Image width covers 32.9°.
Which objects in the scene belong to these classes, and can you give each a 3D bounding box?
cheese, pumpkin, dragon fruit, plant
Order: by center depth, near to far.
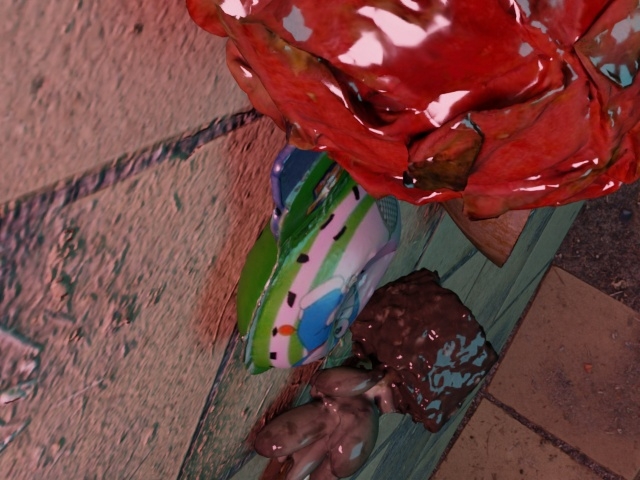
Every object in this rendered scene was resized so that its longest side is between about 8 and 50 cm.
[{"bbox_3d":[0.071,-0.132,0.492,0.299,0.244,0.244,-10,133,-45],"label":"dragon fruit"},{"bbox_3d":[0.000,0.000,0.803,0.204,0.083,0.320,-51,164,-22],"label":"cheese"},{"bbox_3d":[0.050,0.155,1.159,0.274,0.149,0.146,-42,122,3],"label":"plant"},{"bbox_3d":[0.208,-0.085,1.257,0.217,0.110,0.217,21,90,-81],"label":"pumpkin"}]

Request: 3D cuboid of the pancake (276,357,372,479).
[{"bbox_3d":[0.000,0.269,1.388,0.282,0.049,0.282,-51,166,-18],"label":"pancake"}]
